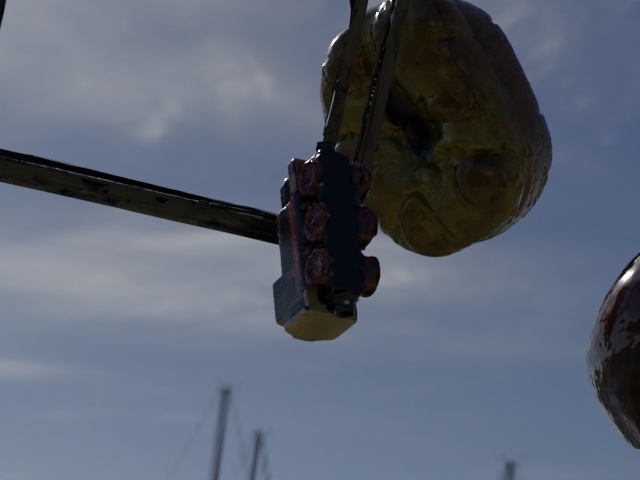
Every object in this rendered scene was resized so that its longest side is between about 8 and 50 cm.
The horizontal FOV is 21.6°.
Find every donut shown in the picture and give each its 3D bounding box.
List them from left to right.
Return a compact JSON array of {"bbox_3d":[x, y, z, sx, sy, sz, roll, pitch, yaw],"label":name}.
[{"bbox_3d":[0.111,-0.116,1.659,0.208,0.261,0.128,-24,-9,40],"label":"donut"}]

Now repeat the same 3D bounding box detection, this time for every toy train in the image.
[{"bbox_3d":[0.000,0.000,1.198,0.050,0.138,0.087,12,-33,-30],"label":"toy train"}]

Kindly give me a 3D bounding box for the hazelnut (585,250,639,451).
[{"bbox_3d":[0.276,0.084,1.040,0.229,0.229,0.229,7,-17,2],"label":"hazelnut"}]

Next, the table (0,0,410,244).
[{"bbox_3d":[-0.121,-0.159,1.410,0.335,0.272,0.222,13,2,-10],"label":"table"}]
